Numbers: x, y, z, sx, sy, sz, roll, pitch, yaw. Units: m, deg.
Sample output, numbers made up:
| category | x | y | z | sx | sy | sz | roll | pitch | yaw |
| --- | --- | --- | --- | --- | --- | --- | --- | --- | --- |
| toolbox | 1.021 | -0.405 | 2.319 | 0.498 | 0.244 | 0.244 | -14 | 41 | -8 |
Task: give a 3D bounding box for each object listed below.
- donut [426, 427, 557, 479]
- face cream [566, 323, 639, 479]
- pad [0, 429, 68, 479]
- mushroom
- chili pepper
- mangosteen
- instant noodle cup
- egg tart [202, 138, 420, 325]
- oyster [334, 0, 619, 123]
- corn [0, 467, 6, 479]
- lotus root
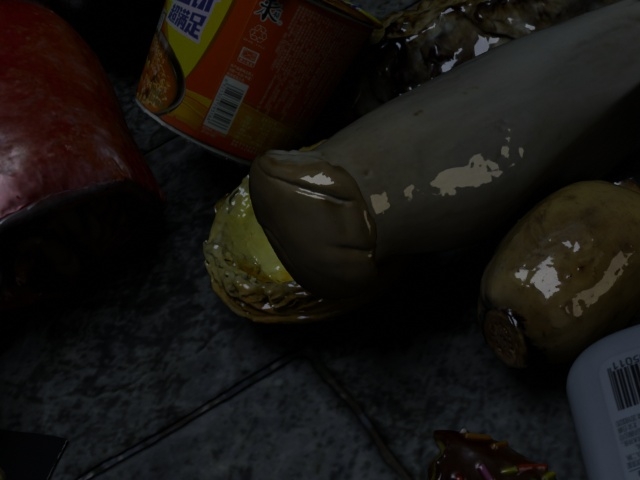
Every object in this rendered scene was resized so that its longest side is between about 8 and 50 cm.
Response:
| category | x | y | z | sx | sy | sz | roll | pitch | yaw |
| --- | --- | --- | --- | --- | --- | --- | --- | --- | --- |
| donut | 0.084 | 0.225 | 0.855 | 0.230 | 0.096 | 0.216 | -8 | 56 | -28 |
| face cream | 0.267 | 0.192 | 0.892 | 0.163 | 0.080 | 0.337 | -13 | 43 | 8 |
| pad | -0.325 | 0.252 | 1.123 | 0.163 | 0.004 | 0.243 | 3 | 48 | 24 |
| mushroom | 0.127 | -0.074 | 1.103 | 0.407 | 0.154 | 0.138 | -25 | 73 | -27 |
| chili pepper | -0.294 | -0.066 | 1.316 | 0.251 | 0.229 | 0.305 | -9 | 48 | -32 |
| mangosteen | -0.198 | -0.320 | 1.533 | 0.228 | 0.228 | 0.265 | 9 | 10 | 29 |
| instant noodle cup | -0.070 | -0.174 | 1.291 | 0.213 | 0.213 | 0.174 | 39 | 107 | 44 |
| egg tart | 0.000 | 0.002 | 1.189 | 0.212 | 0.090 | 0.213 | -10 | 43 | 9 |
| oyster | 0.192 | -0.235 | 1.349 | 0.396 | 0.111 | 0.204 | -21 | 39 | 6 |
| corn | -0.333 | 0.287 | 1.022 | 0.097 | 0.097 | 0.320 | 4 | 46 | 25 |
| lotus root | 0.204 | 0.015 | 1.071 | 0.125 | 0.118 | 0.221 | 13 | 47 | 43 |
